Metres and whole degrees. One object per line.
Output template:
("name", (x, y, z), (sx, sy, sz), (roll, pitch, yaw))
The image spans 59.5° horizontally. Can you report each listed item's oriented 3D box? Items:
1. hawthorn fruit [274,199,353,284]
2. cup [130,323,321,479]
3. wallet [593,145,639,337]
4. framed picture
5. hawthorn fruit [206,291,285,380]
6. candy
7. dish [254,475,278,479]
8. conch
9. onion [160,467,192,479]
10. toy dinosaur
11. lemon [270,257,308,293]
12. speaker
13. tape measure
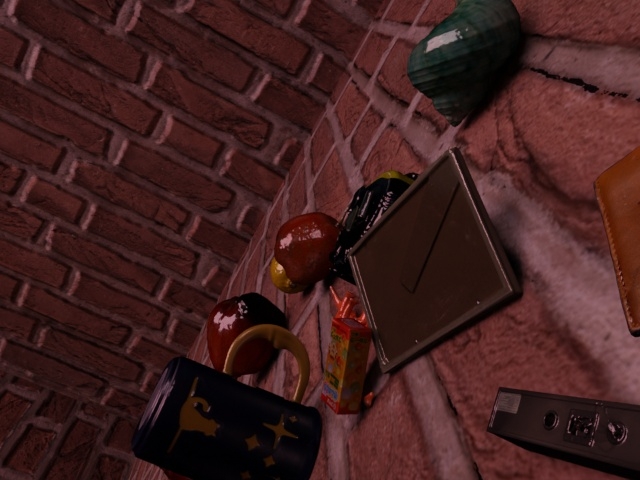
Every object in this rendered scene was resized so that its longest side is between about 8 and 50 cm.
("hawthorn fruit", (0.000, 0.000, 1.205), (0.203, 0.162, 0.163), (-36, 24, 26))
("cup", (-0.144, 0.275, 0.922), (0.178, 0.256, 0.255), (-51, 16, 42))
("wallet", (0.278, -0.032, 0.362), (0.195, 0.042, 0.161), (-48, 24, 44))
("framed picture", (0.118, 0.036, 0.694), (0.260, 0.023, 0.189), (-49, 48, 48))
("hawthorn fruit", (-0.188, 0.249, 1.381), (0.189, 0.189, 0.251), (-119, 37, -75))
("candy", (0.035, 0.173, 0.782), (0.062, 0.038, 0.122), (-161, 79, -67))
("dish", (-0.060, 0.417, 0.606), (0.303, 0.120, 0.303), (-58, 14, 23))
("conch", (0.227, -0.288, 0.879), (0.196, 0.134, 0.202), (-13, -42, -50))
("onion", (-0.342, 0.545, 1.418), (0.184, 0.147, 0.184), (-167, 90, -71))
("toy dinosaur", (0.052, 0.144, 0.875), (0.279, 0.055, 0.101), (-107, 35, -70))
("lemon", (-0.068, 0.074, 1.357), (0.109, 0.109, 0.133), (-57, 23, 26))
("speaker", (0.188, 0.130, 0.372), (0.040, 0.046, 0.191), (-66, 13, -16))
("tape measure", (0.101, -0.029, 0.896), (0.186, 0.112, 0.199), (-35, 32, 60))
